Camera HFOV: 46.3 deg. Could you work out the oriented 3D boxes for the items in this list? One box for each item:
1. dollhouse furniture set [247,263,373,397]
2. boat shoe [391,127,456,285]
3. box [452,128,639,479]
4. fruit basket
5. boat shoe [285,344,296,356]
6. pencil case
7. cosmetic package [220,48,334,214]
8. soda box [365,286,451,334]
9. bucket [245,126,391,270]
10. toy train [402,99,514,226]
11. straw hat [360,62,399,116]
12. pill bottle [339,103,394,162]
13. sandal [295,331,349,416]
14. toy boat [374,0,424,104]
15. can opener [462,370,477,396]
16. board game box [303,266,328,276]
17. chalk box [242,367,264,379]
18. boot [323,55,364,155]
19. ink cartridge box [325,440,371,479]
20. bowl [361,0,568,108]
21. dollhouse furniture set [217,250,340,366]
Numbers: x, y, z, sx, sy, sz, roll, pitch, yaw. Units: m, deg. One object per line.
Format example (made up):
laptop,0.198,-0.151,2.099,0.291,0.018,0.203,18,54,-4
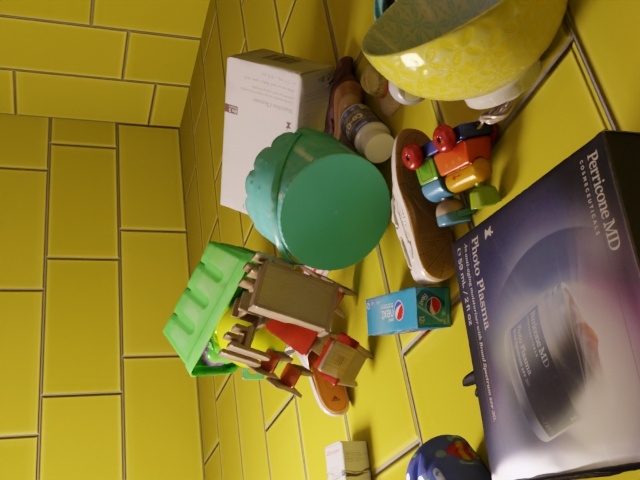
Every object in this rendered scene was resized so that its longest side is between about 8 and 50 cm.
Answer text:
dollhouse furniture set,-0.024,0.205,1.597,0.259,0.135,0.262,27,87,45
boat shoe,0.161,-0.055,1.295,0.096,0.098,0.277,138,130,-63
box,0.299,0.085,0.779,0.294,0.182,0.296,132,135,-59
fruit basket,-0.197,0.214,1.983,0.283,0.392,0.392,14,-106,-64
boat shoe,-0.094,0.276,2.035,0.081,0.068,0.228,-54,18,-14
pencil case,0.219,0.413,1.055,0.133,0.119,0.306,-52,29,11
cosmetic package,-0.110,-0.247,1.814,0.217,0.156,0.385,19,118,27
soda box,0.153,0.129,1.346,0.210,0.067,0.071,152,117,-68
bucket,-0.004,-0.078,1.526,0.183,0.281,0.281,-142,56,-61
toy train,0.235,-0.112,1.119,0.248,0.105,0.143,-25,80,61
straw hat,0.114,-0.323,1.504,0.144,0.061,0.144,-178,90,-70
pill bottle,0.096,-0.216,1.516,0.137,0.078,0.078,-121,37,-52
sandal,0.013,0.268,1.700,0.265,0.102,0.076,65,147,36
toy boat,0.161,-0.364,1.223,0.267,0.148,0.318,114,149,-64
can opener,0.261,0.193,1.078,0.059,0.073,0.186,44,149,10
board game box,0.000,0.000,1.819,0.193,0.045,0.147,119,147,-53
chalk box,-0.198,0.304,2.221,0.132,0.132,0.213,-174,87,-70
boot,0.047,-0.266,1.698,0.207,0.090,0.248,-92,14,-50
ink cartridge box,0.061,0.504,1.581,0.109,0.063,0.150,131,137,-61
bowl,0.217,-0.276,1.023,0.156,0.289,0.289,53,177,-26
dollhouse furniture set,-0.086,0.145,1.563,0.242,0.161,0.212,138,149,-62
